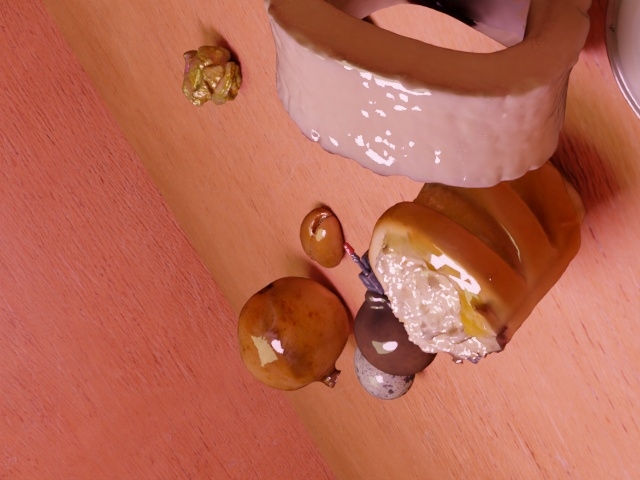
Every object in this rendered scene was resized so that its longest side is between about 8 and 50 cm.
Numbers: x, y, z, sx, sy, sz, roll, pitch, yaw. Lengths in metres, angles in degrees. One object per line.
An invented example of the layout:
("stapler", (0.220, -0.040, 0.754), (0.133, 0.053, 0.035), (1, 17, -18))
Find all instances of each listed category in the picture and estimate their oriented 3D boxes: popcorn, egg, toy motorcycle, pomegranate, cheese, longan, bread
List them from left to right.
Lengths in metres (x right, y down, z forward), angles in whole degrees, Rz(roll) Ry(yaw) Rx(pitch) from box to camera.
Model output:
("popcorn", (-0.229, -0.345, 1.729), (0.145, 0.126, 0.126), (-131, 37, -74))
("pomegranate", (-0.073, 0.230, 2.073), (0.307, 0.307, 0.307), (47, 160, 22))
("bread", (0.000, 0.000, 1.831), (0.114, 0.077, 0.189), (51, 165, 25))
("egg", (0.142, 0.285, 1.885), (0.172, 0.132, 0.132), (53, 166, 43))
("longan", (0.147, 0.173, 1.626), (0.185, 0.159, 0.204), (3, 128, 57))
("toy motorcycle", (0.157, 0.056, 1.464), (0.182, 0.123, 0.272), (51, 164, -23))
("cheese", (0.114, -0.216, 0.834), (0.332, 0.292, 0.153), (33, 155, 22))
("bread", (0.188, -0.002, 1.047), (0.211, 0.270, 0.316), (39, 169, 0))

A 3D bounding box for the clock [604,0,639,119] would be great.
("clock", (0.348, -0.155, 0.709), (0.244, 0.056, 0.244), (48, 161, 23))

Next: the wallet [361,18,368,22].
("wallet", (0.039, -0.256, 1.327), (0.165, 0.042, 0.309), (52, 162, 1))

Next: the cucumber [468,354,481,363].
("cucumber", (0.260, 0.169, 1.494), (0.112, 0.064, 0.064), (51, 162, 11))
